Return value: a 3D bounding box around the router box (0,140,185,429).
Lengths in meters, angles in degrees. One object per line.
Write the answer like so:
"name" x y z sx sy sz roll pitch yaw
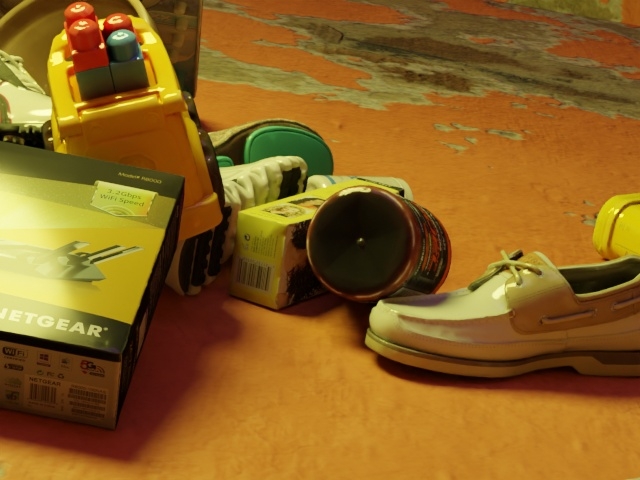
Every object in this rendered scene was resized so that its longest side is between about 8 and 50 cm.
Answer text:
"router box" -0.280 0.016 1.564 0.309 0.081 0.243 10 36 1

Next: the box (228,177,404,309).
"box" 0.000 0.000 1.913 0.058 0.087 0.232 16 18 26

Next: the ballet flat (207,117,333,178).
"ballet flat" -0.113 -0.075 2.077 0.106 0.107 0.316 12 13 35

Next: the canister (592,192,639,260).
"canister" 0.397 0.010 2.141 0.126 0.073 0.170 -5 23 -41

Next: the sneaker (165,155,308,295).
"sneaker" -0.105 -0.034 1.913 0.118 0.110 0.292 19 18 22

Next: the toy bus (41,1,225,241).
"toy bus" -0.182 -0.123 1.749 0.149 0.211 0.220 -14 33 -5

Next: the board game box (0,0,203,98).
"board game box" -0.332 -0.265 2.280 0.390 0.050 0.390 9 -24 -2

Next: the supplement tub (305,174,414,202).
"supplement tub" 0.036 -0.032 2.069 0.107 0.071 0.071 0 19 -31

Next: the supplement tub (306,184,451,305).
"supplement tub" 0.061 0.009 1.836 0.106 0.106 0.198 15 0 16

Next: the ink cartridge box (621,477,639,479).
"ink cartridge box" 0.362 0.211 1.446 0.333 0.065 0.165 -2 20 -41

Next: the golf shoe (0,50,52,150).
"golf shoe" -0.323 -0.141 2.012 0.273 0.120 0.105 5 -12 32

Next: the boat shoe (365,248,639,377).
"boat shoe" 0.179 0.059 1.782 0.302 0.103 0.113 1 18 -29

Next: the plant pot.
"plant pot" -0.263 -0.155 2.142 0.237 0.237 0.110 22 -17 35
